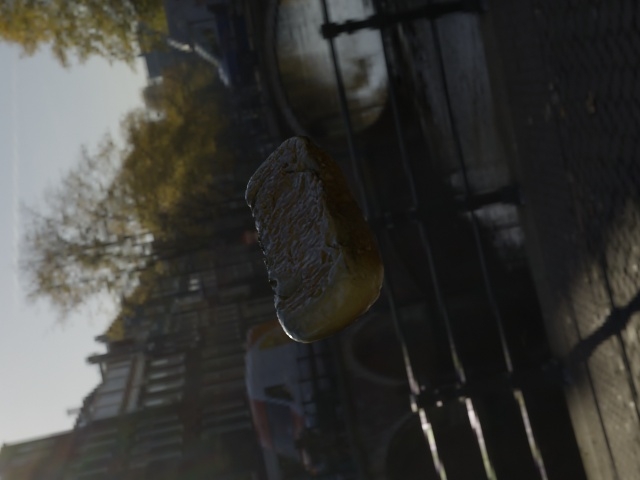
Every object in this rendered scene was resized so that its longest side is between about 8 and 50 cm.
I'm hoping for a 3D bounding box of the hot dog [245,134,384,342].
[{"bbox_3d":[0.000,0.000,0.835,0.073,0.084,0.242,33,-160,-30],"label":"hot dog"}]
